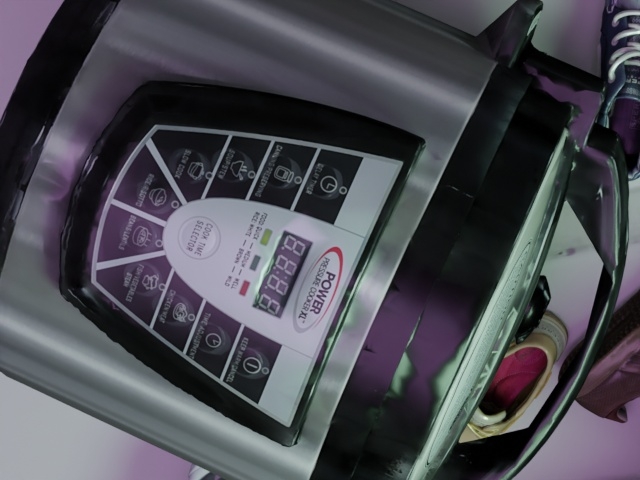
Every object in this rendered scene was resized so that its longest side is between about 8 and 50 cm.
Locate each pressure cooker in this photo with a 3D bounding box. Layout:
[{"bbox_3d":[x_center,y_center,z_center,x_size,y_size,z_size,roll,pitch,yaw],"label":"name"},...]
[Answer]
[{"bbox_3d":[0.002,-0.003,1.188,0.420,0.375,0.370,25,146,5],"label":"pressure cooker"}]

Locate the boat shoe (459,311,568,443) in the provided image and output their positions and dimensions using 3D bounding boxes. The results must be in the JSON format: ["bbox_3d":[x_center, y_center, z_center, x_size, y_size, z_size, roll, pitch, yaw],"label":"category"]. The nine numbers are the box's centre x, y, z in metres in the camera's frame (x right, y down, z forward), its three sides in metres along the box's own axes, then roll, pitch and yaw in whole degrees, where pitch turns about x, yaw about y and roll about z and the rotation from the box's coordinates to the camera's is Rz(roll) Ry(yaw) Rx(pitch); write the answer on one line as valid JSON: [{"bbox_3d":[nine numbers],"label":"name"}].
[{"bbox_3d":[0.135,0.129,1.364,0.063,0.059,0.170,36,116,0],"label":"boat shoe"}]

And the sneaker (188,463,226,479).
[{"bbox_3d":[-0.055,0.282,1.452,0.153,0.101,0.269,22,112,10],"label":"sneaker"}]

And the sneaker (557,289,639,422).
[{"bbox_3d":[0.276,0.074,1.311,0.071,0.066,0.188,38,122,-20],"label":"sneaker"}]

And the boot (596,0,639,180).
[{"bbox_3d":[0.236,-0.140,1.216,0.069,0.086,0.190,4,112,14],"label":"boot"}]
